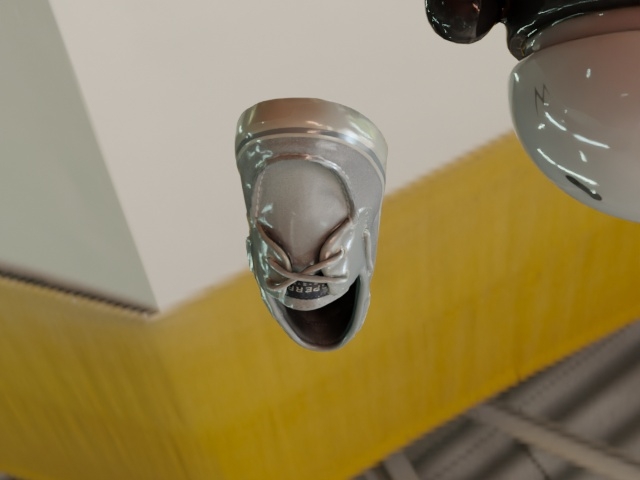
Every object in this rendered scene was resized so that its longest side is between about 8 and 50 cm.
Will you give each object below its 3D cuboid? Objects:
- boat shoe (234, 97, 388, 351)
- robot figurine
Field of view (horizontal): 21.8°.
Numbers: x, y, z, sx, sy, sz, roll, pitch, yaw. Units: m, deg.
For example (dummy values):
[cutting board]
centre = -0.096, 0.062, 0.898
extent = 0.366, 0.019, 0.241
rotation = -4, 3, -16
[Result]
[boat shoe]
centre = -0.001, 0.000, 0.909
extent = 0.079, 0.227, 0.081
rotation = -1, -114, 5
[robot figurine]
centre = 0.173, -0.144, 0.781
extent = 0.209, 0.173, 0.278
rotation = -2, -101, 32
